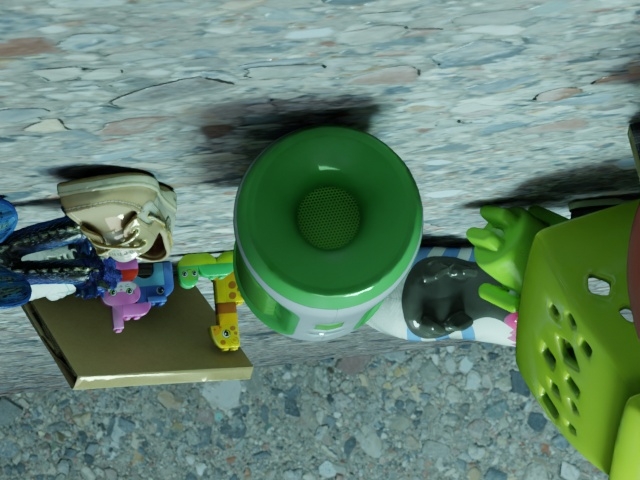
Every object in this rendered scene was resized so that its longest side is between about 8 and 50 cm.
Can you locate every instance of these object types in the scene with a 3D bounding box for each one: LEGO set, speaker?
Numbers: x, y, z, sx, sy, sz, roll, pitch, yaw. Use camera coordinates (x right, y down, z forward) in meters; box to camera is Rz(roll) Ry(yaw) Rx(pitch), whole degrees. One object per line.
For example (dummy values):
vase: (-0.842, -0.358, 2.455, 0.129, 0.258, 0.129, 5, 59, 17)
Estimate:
LEGO set: (-0.115, 0.063, 1.888, 0.227, 0.093, 0.087, -4, 173, -11)
speaker: (0.000, 0.000, 1.333, 0.131, 0.131, 0.296, -5, 173, -3)

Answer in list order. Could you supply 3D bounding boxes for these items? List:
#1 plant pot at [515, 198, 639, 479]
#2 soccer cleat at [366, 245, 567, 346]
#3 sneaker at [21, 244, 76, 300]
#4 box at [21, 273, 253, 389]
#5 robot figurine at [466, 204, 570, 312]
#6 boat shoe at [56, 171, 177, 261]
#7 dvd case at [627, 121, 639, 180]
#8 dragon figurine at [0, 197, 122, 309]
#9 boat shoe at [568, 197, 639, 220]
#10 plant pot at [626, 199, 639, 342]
plant pot: (0.315, 0.101, 1.645, 0.228, 0.207, 0.227, -17, 147, -10)
soccer cleat: (0.152, 0.050, 2.019, 0.143, 0.116, 0.331, 10, -178, 42)
sneaker: (-0.236, 0.022, 1.678, 0.061, 0.054, 0.152, -17, 176, 14)
box: (-0.188, 0.089, 1.916, 0.201, 0.021, 0.164, 0, -145, -35)
robot figurine: (0.185, 0.015, 1.714, 0.115, 0.101, 0.067, 37, 168, -25)
boat shoe: (-0.142, -0.014, 1.391, 0.063, 0.059, 0.170, -7, 173, 16)
dvd case: (0.311, 0.001, 1.290, 0.164, 0.221, 0.018, -5, 142, -3)
dragon figurine: (-0.268, 0.015, 1.408, 0.144, 0.085, 0.289, -12, 175, 32)
boat shoe: (0.295, -0.021, 1.753, 0.133, 0.042, 0.049, -7, 171, -3)
plant pot: (0.331, -0.004, 1.117, 0.275, 0.275, 0.243, -5, 162, -3)
